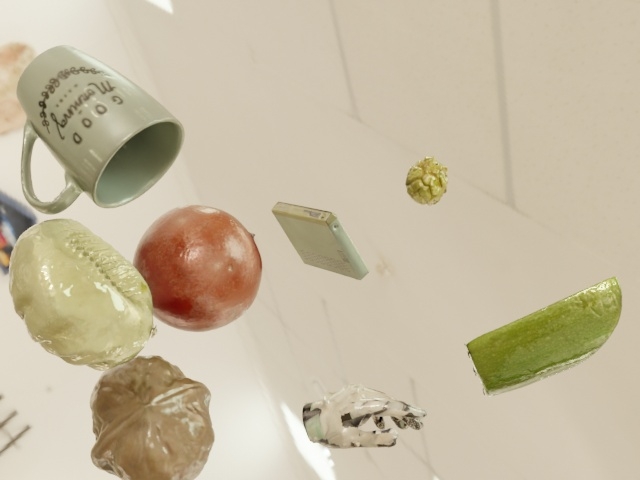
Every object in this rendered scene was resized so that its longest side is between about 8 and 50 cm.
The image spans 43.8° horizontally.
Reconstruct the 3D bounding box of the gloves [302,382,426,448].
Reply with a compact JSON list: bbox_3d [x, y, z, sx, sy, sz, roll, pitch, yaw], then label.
[{"bbox_3d":[0.080,0.310,1.422,0.127,0.212,0.111,-8,81,-77],"label":"gloves"}]

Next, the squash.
[{"bbox_3d":[0.415,0.189,1.451,0.203,0.288,0.111,50,16,-69],"label":"squash"}]

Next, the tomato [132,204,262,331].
[{"bbox_3d":[-0.257,0.062,1.622,0.265,0.265,0.265,49,-21,26],"label":"tomato"}]

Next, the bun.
[{"bbox_3d":[-0.374,0.088,1.207,0.259,0.160,0.259,47,2,-2],"label":"bun"}]

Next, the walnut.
[{"bbox_3d":[-0.315,0.344,1.490,0.273,0.227,0.273,180,-90,-75],"label":"walnut"}]

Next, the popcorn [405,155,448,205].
[{"bbox_3d":[0.262,-0.138,1.930,0.106,0.116,0.121,60,-6,-31],"label":"popcorn"}]

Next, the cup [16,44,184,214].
[{"bbox_3d":[-0.392,-0.168,1.280,0.234,0.258,0.186,41,-13,13],"label":"cup"}]

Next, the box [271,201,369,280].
[{"bbox_3d":[0.000,0.000,2.002,0.270,0.045,0.211,12,-40,58],"label":"box"}]
